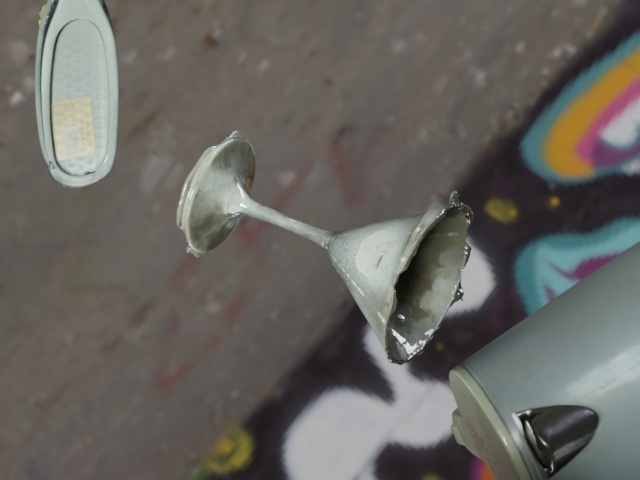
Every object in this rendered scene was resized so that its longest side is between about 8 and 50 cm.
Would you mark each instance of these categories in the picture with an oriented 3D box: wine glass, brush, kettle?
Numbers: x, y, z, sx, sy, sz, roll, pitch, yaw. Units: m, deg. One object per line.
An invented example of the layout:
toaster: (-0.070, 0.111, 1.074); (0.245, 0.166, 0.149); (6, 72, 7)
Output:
wine glass: (0.000, 0.000, 1.254); (0.122, 0.183, 0.122); (-45, 147, -41)
brush: (-0.196, -0.188, 1.437); (0.068, 0.060, 0.297); (-8, 117, -24)
kettle: (0.206, 0.076, 1.202); (0.243, 0.160, 0.210); (-26, -172, -6)
